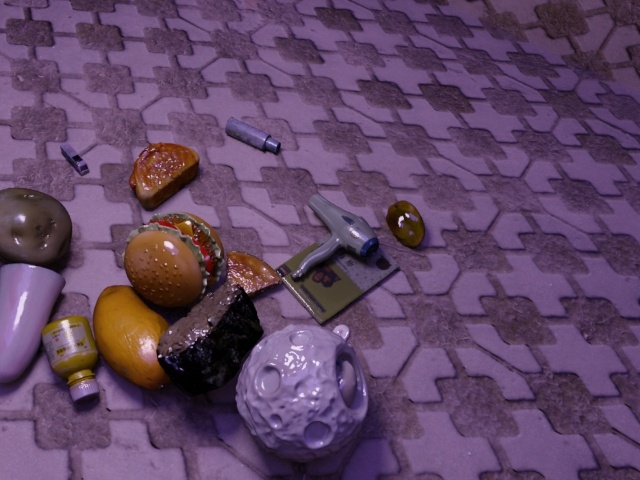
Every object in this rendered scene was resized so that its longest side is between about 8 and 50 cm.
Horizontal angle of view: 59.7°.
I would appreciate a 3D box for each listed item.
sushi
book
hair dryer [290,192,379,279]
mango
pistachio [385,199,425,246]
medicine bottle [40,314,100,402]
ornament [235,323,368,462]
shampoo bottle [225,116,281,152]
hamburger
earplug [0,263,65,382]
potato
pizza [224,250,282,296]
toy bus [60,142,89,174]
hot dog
[{"bbox_3d":[-0.286,0.247,1.468,0.211,0.170,0.350,-13,19,24],"label":"sushi"},{"bbox_3d":[0.058,0.089,1.792,0.352,0.035,0.239,-32,65,-28],"label":"book"},{"bbox_3d":[0.006,-0.032,1.805,0.299,0.119,0.295,-18,51,-7],"label":"hair dryer"},{"bbox_3d":[-0.511,0.262,1.522,0.187,0.144,0.359,-32,59,-32],"label":"mango"},{"bbox_3d":[0.290,-0.066,1.894,0.100,0.110,0.189,13,45,-39],"label":"pistachio"},{"bbox_3d":[-0.649,0.316,1.474,0.122,0.122,0.212,-19,73,-21],"label":"medicine bottle"},{"bbox_3d":[-0.051,0.380,1.395,0.337,0.337,0.336,4,54,-6],"label":"ornament"},{"bbox_3d":[-0.249,-0.385,2.068,0.214,0.072,0.072,26,55,10],"label":"shampoo bottle"},{"bbox_3d":[-0.425,0.062,1.583,0.275,0.274,0.212,22,32,8],"label":"hamburger"},{"bbox_3d":[-0.813,0.233,1.499,0.173,0.172,0.301,4,61,-5],"label":"earplug"},{"bbox_3d":[-0.857,-0.041,1.617,0.243,0.220,0.326,-4,14,-34],"label":"potato"},{"bbox_3d":[-0.243,0.126,1.709,0.201,0.053,0.193,35,57,13],"label":"pizza"},{"bbox_3d":[-0.845,-0.282,1.916,0.037,0.052,0.131,-34,66,-30],"label":"toy bus"},{"bbox_3d":[-0.539,-0.235,1.873,0.153,0.150,0.256,39,59,8],"label":"hot dog"}]
